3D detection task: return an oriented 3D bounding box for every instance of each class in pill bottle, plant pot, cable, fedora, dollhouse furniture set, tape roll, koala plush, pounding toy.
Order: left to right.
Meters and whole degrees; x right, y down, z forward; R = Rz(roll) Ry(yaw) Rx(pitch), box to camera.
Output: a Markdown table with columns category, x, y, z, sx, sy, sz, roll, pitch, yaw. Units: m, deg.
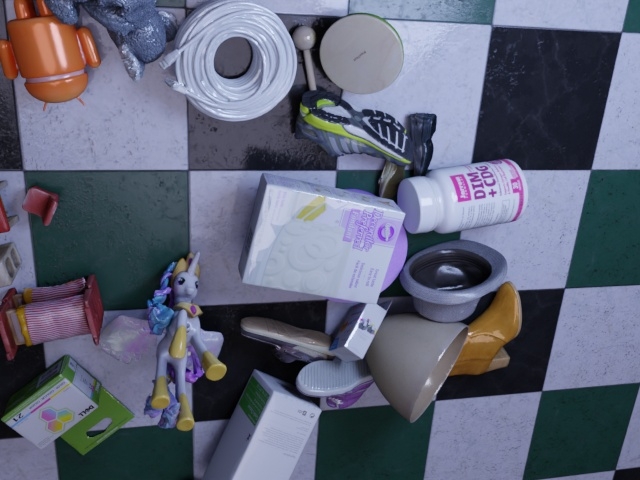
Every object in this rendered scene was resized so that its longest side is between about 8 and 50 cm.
| category | x | y | z | sx | sy | sz | roll | pitch | yaw |
| --- | --- | --- | --- | --- | --- | --- | --- | --- | --- |
| dollhouse furniture set | -0.625 | 0.055 | 1.403 | 0.201 | 0.152 | 0.374 | -11 | 114 | -9 |
| koala plush | -0.371 | -0.435 | 1.243 | 0.196 | 0.203 | 0.221 | -62 | 151 | -30 |
| cable | -0.183 | -0.380 | 1.353 | 0.257 | 0.089 | 0.257 | -47 | 125 | 7 |
| tape roll | 0.073 | 0.014 | 1.591 | 0.275 | 0.090 | 0.274 | -5 | 113 | -12 |
| pounding toy | 0.073 | -0.427 | 1.419 | 0.237 | 0.110 | 0.183 | -5 | 129 | 20 |
| plant pot | 0.227 | 0.296 | 1.646 | 0.191 | 0.284 | 0.284 | 29 | 107 | 22 |
| fedora | 0.331 | 0.115 | 1.609 | 0.275 | 0.244 | 0.124 | -28 | 127 | -36 |
| pill bottle | 0.342 | -0.103 | 1.555 | 0.283 | 0.160 | 0.160 | -10 | 114 | -16 |

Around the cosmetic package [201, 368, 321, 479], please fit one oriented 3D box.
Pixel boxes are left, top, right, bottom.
| category | x | y | z | sx | sy | sz | roll | pitch | yaw |
| --- | --- | --- | --- | --- | --- | --- | --- | --- | --- |
| cosmetic package | -0.163 | 0.548 | 1.645 | 0.155 | 0.197 | 0.365 | 28 | 85 | -22 |

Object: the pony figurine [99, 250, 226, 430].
| category | x | y | z | sx | sy | sz | roll | pitch | yaw |
| --- | --- | --- | --- | --- | --- | --- | --- | --- | --- |
| pony figurine | -0.336 | 0.245 | 1.483 | 0.303 | 0.363 | 0.351 | 15 | 124 | -26 |

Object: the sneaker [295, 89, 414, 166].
| category | x | y | z | sx | sy | sz | roll | pitch | yaw |
| --- | --- | --- | --- | --- | --- | --- | --- | --- | --- |
| sneaker | 0.077 | -0.242 | 1.475 | 0.300 | 0.111 | 0.121 | 22 | 144 | -13 |

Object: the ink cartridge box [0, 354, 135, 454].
| category | x | y | z | sx | sy | sz | roll | pitch | yaw |
| --- | --- | --- | --- | --- | --- | --- | --- | --- | --- |
| ink cartridge box | -0.620 | 0.440 | 1.593 | 0.189 | 0.097 | 0.255 | -37 | 114 | 3 |

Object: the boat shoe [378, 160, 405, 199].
| category | x | y | z | sx | sy | sz | roll | pitch | yaw |
| --- | --- | --- | --- | --- | --- | --- | --- | --- | --- |
| boat shoe | 0.174 | -0.172 | 1.568 | 0.056 | 0.048 | 0.153 | -7 | 123 | -38 |

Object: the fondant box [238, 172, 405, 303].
| category | x | y | z | sx | sy | sz | roll | pitch | yaw |
| --- | --- | --- | --- | --- | --- | --- | --- | --- | --- |
| fondant box | 0.000 | 0.000 | 1.467 | 0.330 | 0.096 | 0.238 | 10 | 109 | -18 |

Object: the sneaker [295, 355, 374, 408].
| category | x | y | z | sx | sy | sz | roll | pitch | yaw |
| --- | --- | --- | --- | --- | --- | --- | --- | --- | --- |
| sneaker | 0.032 | 0.399 | 1.687 | 0.282 | 0.102 | 0.161 | 2 | 129 | -41 |

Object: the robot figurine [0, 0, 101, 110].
| category | x | y | z | sx | sy | sz | roll | pitch | yaw |
| --- | --- | --- | --- | --- | --- | --- | --- | --- | --- |
| robot figurine | -0.540 | -0.370 | 1.265 | 0.158 | 0.128 | 0.219 | -30 | 122 | -41 |

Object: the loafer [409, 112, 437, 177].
| category | x | y | z | sx | sy | sz | roll | pitch | yaw |
| --- | --- | --- | --- | --- | --- | --- | --- | --- | --- |
| loafer | 0.241 | -0.232 | 1.557 | 0.061 | 0.062 | 0.170 | 16 | 121 | 22 |

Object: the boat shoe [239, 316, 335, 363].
| category | x | y | z | sx | sy | sz | roll | pitch | yaw |
| --- | --- | --- | --- | --- | --- | --- | --- | --- | --- |
| boat shoe | -0.082 | 0.272 | 1.654 | 0.285 | 0.103 | 0.092 | 17 | 102 | -26 |

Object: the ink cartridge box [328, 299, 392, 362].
| category | x | y | z | sx | sy | sz | roll | pitch | yaw |
| --- | --- | --- | --- | --- | --- | --- | --- | --- | --- |
| ink cartridge box | 0.103 | 0.217 | 1.639 | 0.061 | 0.104 | 0.181 | 36 | 64 | -10 |

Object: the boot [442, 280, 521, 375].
| category | x | y | z | sx | sy | sz | roll | pitch | yaw |
| --- | --- | --- | --- | --- | --- | --- | --- | --- | --- |
| boot | 0.431 | 0.255 | 1.769 | 0.211 | 0.104 | 0.295 | -5 | 117 | -12 |
